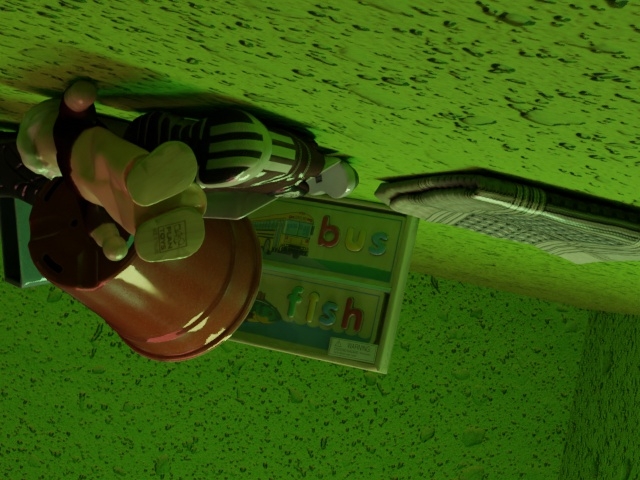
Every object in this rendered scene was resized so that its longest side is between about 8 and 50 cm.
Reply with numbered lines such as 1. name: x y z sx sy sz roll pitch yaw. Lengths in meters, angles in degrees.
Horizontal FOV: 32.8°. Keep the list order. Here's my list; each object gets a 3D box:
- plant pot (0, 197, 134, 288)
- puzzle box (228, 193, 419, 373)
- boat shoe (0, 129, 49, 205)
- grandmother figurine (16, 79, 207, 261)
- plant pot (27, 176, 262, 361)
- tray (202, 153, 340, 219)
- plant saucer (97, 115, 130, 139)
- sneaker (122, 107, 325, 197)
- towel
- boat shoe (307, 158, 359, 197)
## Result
1. plant pot: -0.515 -0.042 2.236 0.252 0.248 0.247 -5 -177 -24
2. puzzle box: -0.056 0.048 1.810 0.408 0.272 0.052 9 172 20
3. boat shoe: -0.450 -0.126 1.723 0.324 0.123 0.120 8 -152 21
4. grandmother figurine: -0.237 -0.078 1.179 0.104 0.208 0.342 -10 -155 -32
5. plant pot: -0.260 0.011 1.560 0.272 0.272 0.265 10 165 25
6. tray: -0.083 -0.074 1.374 0.145 0.030 0.270 -32 -169 -16
7. plant saucer: -0.278 -0.140 1.439 0.168 0.029 0.168 11 176 1
8. sneaker: -0.102 -0.080 1.221 0.162 0.106 0.281 10 178 -38
9. towel: 0.259 -0.022 1.369 0.312 0.056 0.324 12 177 -18
10. boat shoe: 0.021 -0.079 1.357 0.040 0.049 0.142 -8 -175 -20
